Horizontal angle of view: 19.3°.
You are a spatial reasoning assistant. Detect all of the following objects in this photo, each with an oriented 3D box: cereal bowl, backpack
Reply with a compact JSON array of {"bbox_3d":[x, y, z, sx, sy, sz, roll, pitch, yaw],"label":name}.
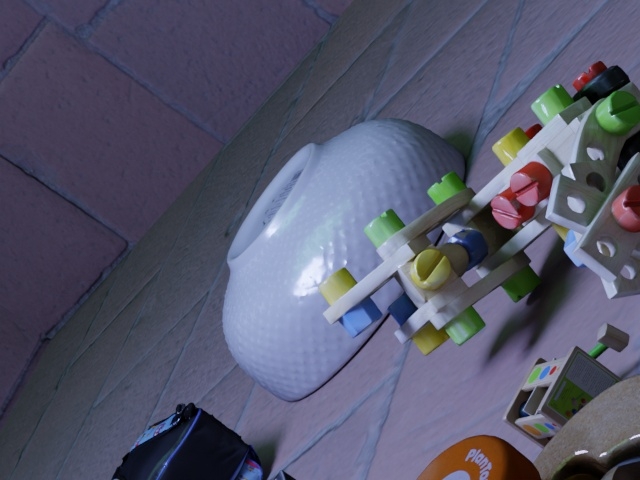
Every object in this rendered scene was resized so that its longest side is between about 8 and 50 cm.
[{"bbox_3d":[0.000,0.000,2.028,0.339,0.141,0.339,-52,11,15],"label":"cereal bowl"},{"bbox_3d":[-0.153,0.259,1.945,0.158,0.117,0.173,-59,13,-20],"label":"backpack"}]

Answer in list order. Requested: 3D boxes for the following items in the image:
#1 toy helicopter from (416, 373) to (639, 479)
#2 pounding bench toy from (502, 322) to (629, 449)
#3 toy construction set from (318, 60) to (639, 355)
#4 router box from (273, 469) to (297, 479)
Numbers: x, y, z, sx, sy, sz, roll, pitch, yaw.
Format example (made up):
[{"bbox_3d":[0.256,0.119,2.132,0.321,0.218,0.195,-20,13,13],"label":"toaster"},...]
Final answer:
[{"bbox_3d":[0.188,0.172,0.894,0.235,0.140,0.355,-43,24,10],"label":"toy helicopter"},{"bbox_3d":[0.171,0.098,1.266,0.083,0.052,0.065,-58,12,-20],"label":"pounding bench toy"},{"bbox_3d":[0.154,-0.021,1.432,0.215,0.151,0.328,-33,6,-33],"label":"toy construction set"},{"bbox_3d":[-0.048,0.285,1.625,0.133,0.046,0.179,-53,11,3],"label":"router box"}]
